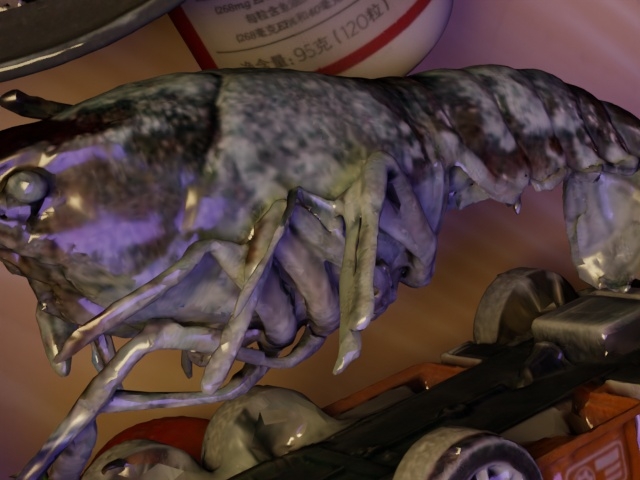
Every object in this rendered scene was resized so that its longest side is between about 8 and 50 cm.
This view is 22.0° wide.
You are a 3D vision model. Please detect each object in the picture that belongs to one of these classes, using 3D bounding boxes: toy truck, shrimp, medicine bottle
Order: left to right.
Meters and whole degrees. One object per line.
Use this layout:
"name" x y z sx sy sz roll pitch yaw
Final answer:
"medicine bottle" -0.041 -0.180 0.736 0.131 0.131 0.250 -36 124 -7
"shrimp" -0.003 -0.003 0.690 0.410 0.221 0.166 -19 107 -30
"toy truck" 0.070 0.156 0.780 0.387 0.173 0.207 -21 106 -35

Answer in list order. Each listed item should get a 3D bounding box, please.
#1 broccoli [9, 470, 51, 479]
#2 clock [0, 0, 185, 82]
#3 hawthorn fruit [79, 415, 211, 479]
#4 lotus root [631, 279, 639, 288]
"broccoli" -0.256 0.097 0.663 0.283 0.321 0.304 28 92 3
"clock" -0.164 -0.199 0.534 0.386 0.076 0.386 -7 141 -5
"hawthorn fruit" -0.019 0.155 0.920 0.285 0.165 0.165 -17 122 -44
"lotus root" 0.331 0.114 1.001 0.346 0.250 0.250 37 93 -30
